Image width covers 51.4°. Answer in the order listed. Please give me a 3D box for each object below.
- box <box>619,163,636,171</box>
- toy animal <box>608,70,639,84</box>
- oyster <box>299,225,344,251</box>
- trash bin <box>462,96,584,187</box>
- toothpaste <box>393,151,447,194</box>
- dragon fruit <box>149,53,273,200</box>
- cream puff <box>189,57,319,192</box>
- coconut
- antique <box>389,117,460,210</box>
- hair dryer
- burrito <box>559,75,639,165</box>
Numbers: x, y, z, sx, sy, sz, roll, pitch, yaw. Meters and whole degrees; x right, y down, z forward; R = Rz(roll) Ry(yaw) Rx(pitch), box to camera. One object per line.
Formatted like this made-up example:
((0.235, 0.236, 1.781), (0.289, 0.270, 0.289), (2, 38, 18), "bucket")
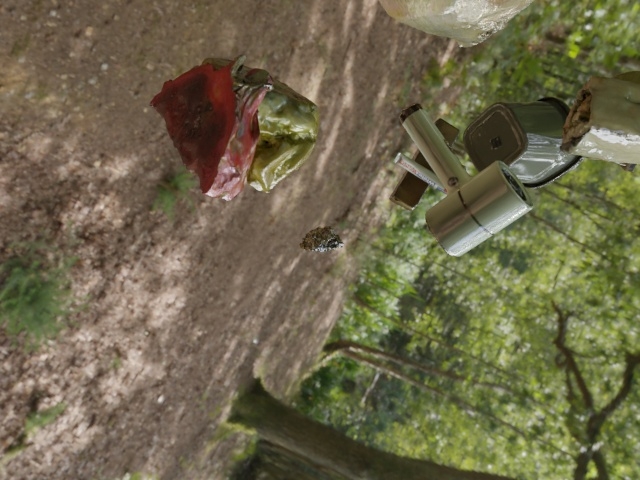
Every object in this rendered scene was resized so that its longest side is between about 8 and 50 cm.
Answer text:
((0.714, -0.206, 1.525), (0.053, 0.024, 0.083), (-110, -151, -51), "box")
((0.876, -0.330, 1.951), (0.180, 0.181, 0.363), (-32, 152, -18), "toy animal")
((-0.004, 0.007, 2.165), (0.148, 0.103, 0.051), (-19, -147, 40), "oyster")
((0.535, -0.263, 1.771), (0.250, 0.219, 0.219), (-5, 151, -41), "trash bin")
((0.296, -0.169, 1.795), (0.033, 0.218, 0.052), (-54, 173, -27), "toothpaste")
((-0.152, -0.205, 1.122), (0.134, 0.262, 0.211), (10, 129, -46), "dragon fruit")
((-0.176, -0.268, 1.571), (0.257, 0.324, 0.291), (-67, -151, 14), "cream puff")
((0.284, -0.578, 1.337), (0.404, 0.405, 0.404), (-60, 167, -24), "coconut")
((0.335, -0.243, 2.169), (0.310, 0.087, 0.093), (-59, -177, -7), "antique")
((0.278, -0.165, 1.449), (0.203, 0.362, 0.128), (-37, 167, 27), "hair dryer")
((0.594, -0.179, 1.143), (0.190, 0.332, 0.135), (99, 7, -82), "burrito")
